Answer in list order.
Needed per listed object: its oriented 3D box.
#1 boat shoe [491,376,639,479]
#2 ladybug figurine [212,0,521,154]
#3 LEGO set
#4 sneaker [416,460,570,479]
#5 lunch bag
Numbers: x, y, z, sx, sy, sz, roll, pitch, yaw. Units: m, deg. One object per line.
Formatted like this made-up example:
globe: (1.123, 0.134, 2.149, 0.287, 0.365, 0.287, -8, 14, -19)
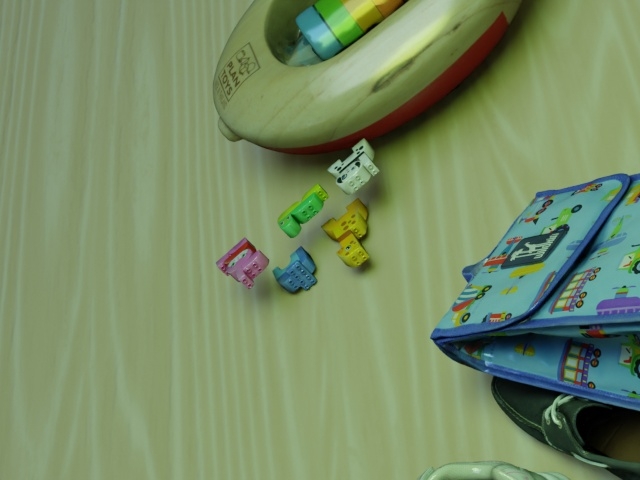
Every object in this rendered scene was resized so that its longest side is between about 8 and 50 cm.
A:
boat shoe: (0.243, 0.158, 1.035, 0.233, 0.079, 0.084, 27, 80, 47)
ladybug figurine: (0.068, -0.254, 1.376, 0.449, 0.162, 0.305, -34, 46, 12)
LEGO set: (0.000, 0.000, 1.306, 0.227, 0.087, 0.093, -41, 31, 7)
sneaker: (0.104, 0.259, 1.044, 0.252, 0.111, 0.103, -27, 49, 19)
lunch bag: (0.257, 0.037, 1.059, 0.293, 0.138, 0.221, -2, 41, 47)
